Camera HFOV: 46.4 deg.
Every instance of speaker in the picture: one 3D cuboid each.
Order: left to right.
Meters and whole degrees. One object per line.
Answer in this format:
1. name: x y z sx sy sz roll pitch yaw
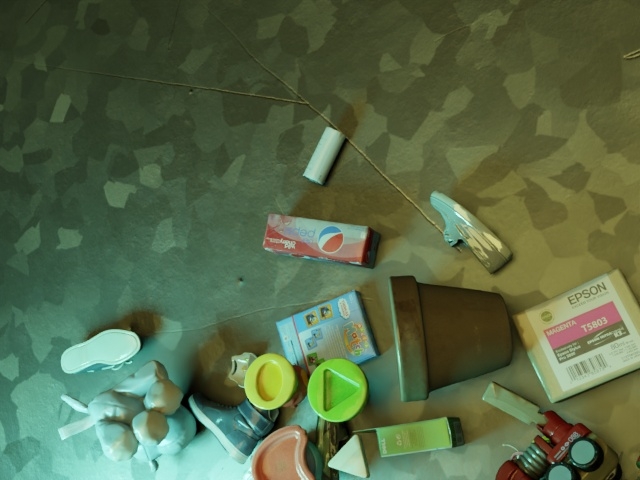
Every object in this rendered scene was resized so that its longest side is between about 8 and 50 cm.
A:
1. speaker: 0.010 -0.206 1.816 0.055 0.055 0.136 25 89 27

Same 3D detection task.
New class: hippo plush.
1. hippo plush: -0.418 0.455 1.748 0.294 0.236 0.234 -24 39 4

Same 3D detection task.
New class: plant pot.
1. plant pot: 0.263 0.189 1.526 0.230 0.263 0.262 -7 75 5

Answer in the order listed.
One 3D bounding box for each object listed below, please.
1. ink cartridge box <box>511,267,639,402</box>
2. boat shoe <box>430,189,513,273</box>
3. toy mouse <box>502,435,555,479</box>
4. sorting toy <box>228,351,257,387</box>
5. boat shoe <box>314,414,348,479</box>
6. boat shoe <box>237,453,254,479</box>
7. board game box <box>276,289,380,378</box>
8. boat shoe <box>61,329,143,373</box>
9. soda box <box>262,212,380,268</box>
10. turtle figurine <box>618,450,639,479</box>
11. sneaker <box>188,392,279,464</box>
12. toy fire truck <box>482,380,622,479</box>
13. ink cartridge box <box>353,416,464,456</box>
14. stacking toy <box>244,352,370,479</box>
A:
1. ink cartridge box: 0.527 0.191 1.478 0.235 0.088 0.193 -28 70 17
2. boat shoe: 0.310 -0.017 1.625 0.081 0.079 0.227 -47 68 4
3. toy mouse: 0.437 0.461 1.489 0.161 0.031 0.143 10 82 26
4. sorting toy: -0.189 0.310 1.802 0.075 0.045 0.083 4 80 32
5. boat shoe: 0.025 0.433 1.662 0.074 0.080 0.223 8 73 0
6. boat shoe: -0.131 0.515 1.704 0.076 0.083 0.226 42 98 25
7. board game box: 0.015 0.227 1.727 0.212 0.039 0.160 -24 70 19
8. boat shoe: -0.557 0.294 1.948 0.255 0.079 0.095 -24 72 20
9. soda box: 0.000 0.000 1.760 0.264 0.083 0.092 8 82 25
10. turtle figurine: 0.608 0.472 1.369 0.175 0.118 0.234 -7 81 23
11. sneaker: -0.199 0.393 1.766 0.226 0.086 0.163 37 86 35
12. toy fire truck: 0.404 0.408 1.433 0.217 0.158 0.246 -49 37 3
13. ink cartridge box: 0.185 0.417 1.569 0.209 0.109 0.062 -14 72 21
14. stacking toy: -0.009 0.394 1.596 0.280 0.130 0.308 -10 68 20
